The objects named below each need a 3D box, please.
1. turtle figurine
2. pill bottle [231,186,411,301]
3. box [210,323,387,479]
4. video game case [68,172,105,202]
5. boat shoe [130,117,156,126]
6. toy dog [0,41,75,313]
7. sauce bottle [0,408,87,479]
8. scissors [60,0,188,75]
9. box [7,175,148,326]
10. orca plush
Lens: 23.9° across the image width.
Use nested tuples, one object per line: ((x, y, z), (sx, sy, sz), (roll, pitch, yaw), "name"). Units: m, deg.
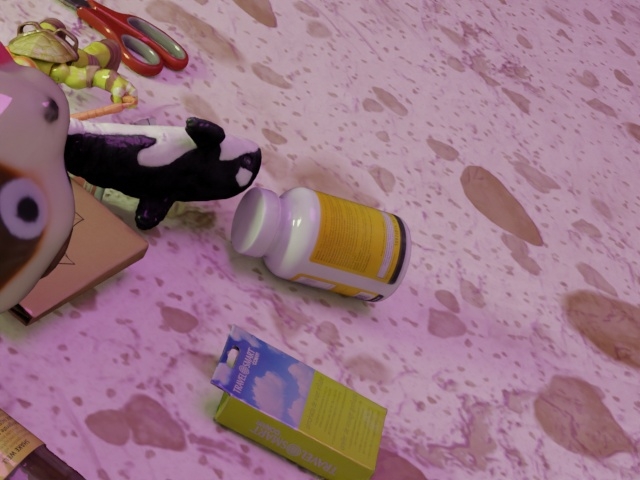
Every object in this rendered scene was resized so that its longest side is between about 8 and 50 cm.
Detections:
((-0.309, -0.195, 1.632), (0.269, 0.087, 0.217), (6, 16, 7), "turtle figurine")
((0.000, 0.000, 1.658), (0.184, 0.103, 0.103), (16, 34, -28), "pill bottle")
((-0.025, 0.162, 1.460), (0.178, 0.042, 0.109), (29, 30, -7), "box")
((-0.359, -0.059, 1.481), (0.285, 0.025, 0.204), (26, 31, -12), "video game case")
((-0.195, -0.101, 1.695), (0.035, 0.035, 0.100), (-8, 47, -12), "boat shoe")
((-0.367, -0.098, 1.116), (0.408, 0.395, 0.284), (32, 10, 11), "toy dog")
((-0.251, 0.188, 1.139), (0.344, 0.111, 0.111), (36, 30, 7), "sauce bottle")
((-0.298, -0.295, 1.890), (0.297, 0.021, 0.109), (35, 33, 5), "scissors")
((-0.276, -0.009, 1.441), (0.164, 0.021, 0.201), (39, 30, 9), "box")
((-0.176, -0.065, 1.552), (0.287, 0.151, 0.102), (12, 70, -54), "orca plush")
